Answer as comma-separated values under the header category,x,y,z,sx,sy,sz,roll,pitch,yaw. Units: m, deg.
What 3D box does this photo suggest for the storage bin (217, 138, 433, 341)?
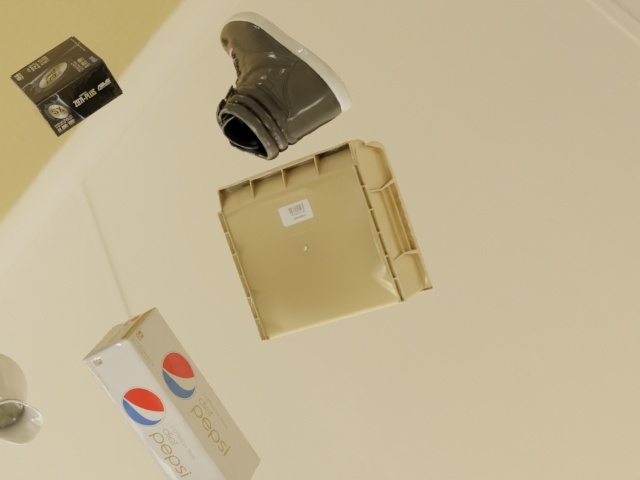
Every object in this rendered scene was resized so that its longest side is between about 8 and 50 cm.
category,x,y,z,sx,sy,sz,roll,pitch,yaw
storage bin,0.000,0.000,1.539,0.262,0.123,0.260,-18,-87,26

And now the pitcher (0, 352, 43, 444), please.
category,x,y,z,sx,sy,sz,roll,pitch,yaw
pitcher,-0.637,0.291,1.857,0.207,0.178,0.125,38,-80,51

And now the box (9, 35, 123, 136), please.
category,x,y,z,sx,sy,sz,roll,pitch,yaw
box,-0.473,-0.289,1.814,0.147,0.077,0.180,-36,-141,-11

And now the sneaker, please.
category,x,y,z,sx,sy,sz,roll,pitch,yaw
sneaker,-0.097,-0.208,1.303,0.147,0.104,0.296,-38,-137,-11

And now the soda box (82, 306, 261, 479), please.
category,x,y,z,sx,sy,sz,roll,pitch,yaw
soda box,-0.157,0.184,1.051,0.069,0.216,0.074,-27,-166,26
